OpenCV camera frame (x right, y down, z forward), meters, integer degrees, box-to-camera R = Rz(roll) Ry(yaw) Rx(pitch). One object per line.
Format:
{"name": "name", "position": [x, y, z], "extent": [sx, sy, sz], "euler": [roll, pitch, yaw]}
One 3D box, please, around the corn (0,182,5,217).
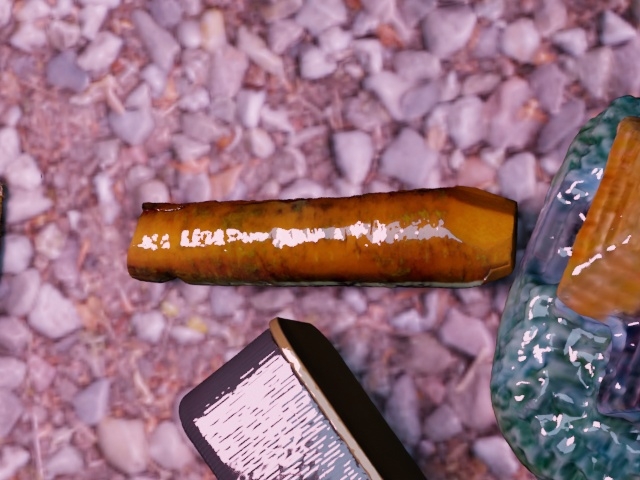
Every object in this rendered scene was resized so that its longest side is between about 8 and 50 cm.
{"name": "corn", "position": [-0.234, -0.009, 1.174], "extent": [0.028, 0.027, 0.083], "euler": [-2, 84, 24]}

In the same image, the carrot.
{"name": "carrot", "position": [0.000, 0.000, 1.117], "extent": [0.260, 0.070, 0.070], "euler": [-2, 82, 11]}

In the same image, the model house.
{"name": "model house", "position": [0.229, 0.017, 0.967], "extent": [0.225, 0.241, 0.261], "euler": [18, 74, 7]}

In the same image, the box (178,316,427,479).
{"name": "box", "position": [0.006, 0.154, 1.056], "extent": [0.090, 0.144, 0.201], "euler": [-36, 80, 6]}
